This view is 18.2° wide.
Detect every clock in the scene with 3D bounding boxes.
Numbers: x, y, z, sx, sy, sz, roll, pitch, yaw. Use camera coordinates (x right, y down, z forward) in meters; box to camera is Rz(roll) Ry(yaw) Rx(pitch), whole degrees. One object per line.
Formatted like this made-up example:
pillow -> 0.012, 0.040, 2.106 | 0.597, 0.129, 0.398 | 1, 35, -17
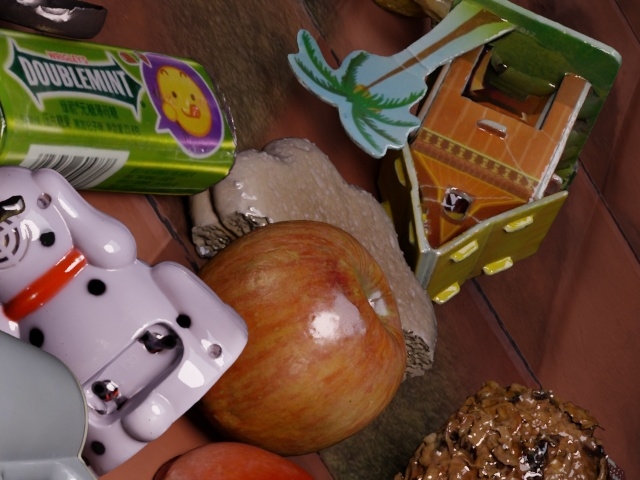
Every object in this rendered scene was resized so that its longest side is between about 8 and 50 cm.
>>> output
clock -> -0.204, 0.041, 1.585 | 0.254, 0.189, 0.189 | 48, 30, -6

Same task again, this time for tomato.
tomato -> -0.043, 0.276, 1.725 | 0.228, 0.112, 0.199 | 42, 38, -33

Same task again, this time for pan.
pan -> -0.251, -0.215, 1.761 | 0.114, 0.040, 0.212 | 12, 17, -16

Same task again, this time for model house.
model house -> 0.108, -0.085, 2.235 | 0.340, 0.300, 0.324 | 24, 61, 4

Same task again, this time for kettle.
kettle -> -0.247, 0.136, 1.395 | 0.210, 0.160, 0.243 | 41, 8, 23

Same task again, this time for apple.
apple -> -0.026, 0.088, 1.806 | 0.211, 0.188, 0.211 | 54, 22, -34

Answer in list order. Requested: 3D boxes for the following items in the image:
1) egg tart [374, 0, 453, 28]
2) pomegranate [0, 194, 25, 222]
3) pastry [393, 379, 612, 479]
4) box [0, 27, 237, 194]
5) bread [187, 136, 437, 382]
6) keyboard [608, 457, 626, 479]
egg tart -> 0.111, -0.374, 2.479 | 0.288, 0.118, 0.288 | 43, 34, -38
pomegranate -> -0.321, -0.022, 1.424 | 0.220, 0.156, 0.156 | 7, 63, -62
pastry -> 0.179, 0.272, 2.038 | 0.274, 0.193, 0.275 | -13, 113, -33
box -> -0.209, -0.112, 1.743 | 0.345, 0.097, 0.134 | 2, 63, -59
bread -> -0.004, 0.004, 2.013 | 0.337, 0.102, 0.183 | 41, 32, -35
keyboard -> 0.336, 0.275, 2.472 | 0.166, 0.017, 0.055 | 40, 38, -40
